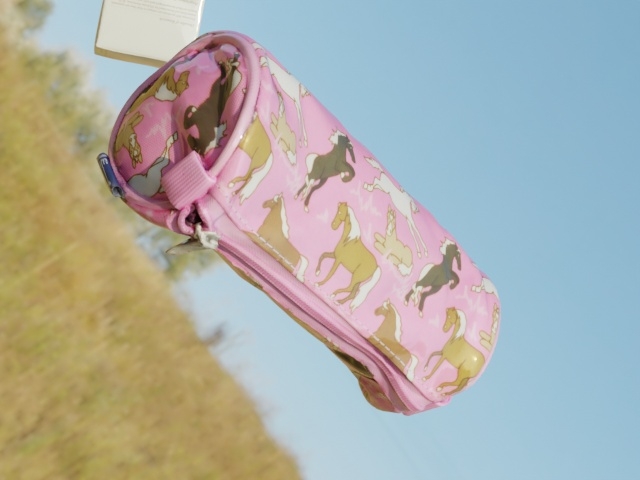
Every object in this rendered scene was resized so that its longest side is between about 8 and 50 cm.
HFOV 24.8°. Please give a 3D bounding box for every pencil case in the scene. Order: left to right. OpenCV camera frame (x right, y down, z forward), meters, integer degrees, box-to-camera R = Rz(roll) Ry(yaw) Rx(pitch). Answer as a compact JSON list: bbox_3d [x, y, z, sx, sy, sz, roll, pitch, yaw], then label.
[{"bbox_3d":[0.000,0.000,1.176,0.160,0.167,0.386,29,-9,47],"label":"pencil case"}]

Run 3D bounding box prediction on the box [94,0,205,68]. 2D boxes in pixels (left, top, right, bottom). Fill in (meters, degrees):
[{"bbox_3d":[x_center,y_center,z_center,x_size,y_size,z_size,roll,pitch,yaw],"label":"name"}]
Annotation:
[{"bbox_3d":[-0.174,-0.224,1.483,0.101,0.102,0.087,-165,-95,-80],"label":"box"}]
